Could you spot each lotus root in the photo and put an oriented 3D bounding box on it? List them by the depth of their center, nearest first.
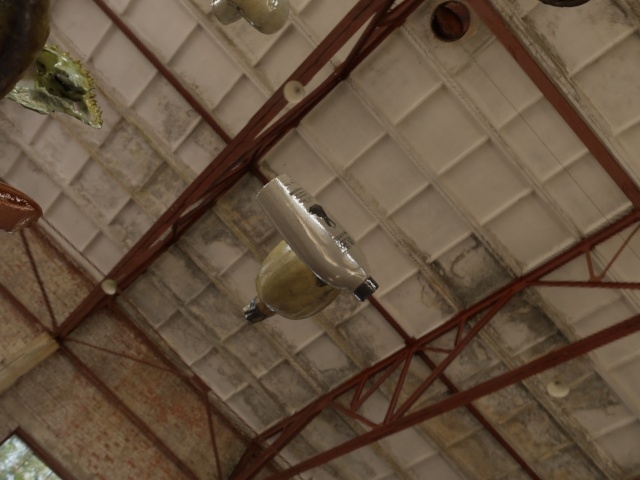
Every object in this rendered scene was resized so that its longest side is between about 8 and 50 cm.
[{"bbox_3d":[-0.062,0.099,1.164,0.183,0.183,0.310,45,-63,-4],"label":"lotus root"}]

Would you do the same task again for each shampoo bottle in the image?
[{"bbox_3d":[0.000,0.000,0.861,0.257,0.127,0.078,48,-57,4],"label":"shampoo bottle"}]

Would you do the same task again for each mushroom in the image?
[{"bbox_3d":[-0.126,-0.414,0.851,0.123,0.154,0.154,-35,-80,11],"label":"mushroom"}]

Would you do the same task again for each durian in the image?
[{"bbox_3d":[-0.676,-0.382,1.227,0.307,0.166,0.172,22,-50,-25],"label":"durian"}]

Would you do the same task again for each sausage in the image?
[{"bbox_3d":[-0.641,-0.088,0.871,0.089,0.300,0.083,-49,-126,12],"label":"sausage"}]

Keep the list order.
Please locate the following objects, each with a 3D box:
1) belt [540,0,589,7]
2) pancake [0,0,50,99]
[{"bbox_3d":[0.212,-0.241,0.439,0.083,0.036,0.059,38,-34,27],"label":"belt"},{"bbox_3d":[-0.534,-0.364,0.691,0.305,0.066,0.426,27,-68,-39],"label":"pancake"}]
